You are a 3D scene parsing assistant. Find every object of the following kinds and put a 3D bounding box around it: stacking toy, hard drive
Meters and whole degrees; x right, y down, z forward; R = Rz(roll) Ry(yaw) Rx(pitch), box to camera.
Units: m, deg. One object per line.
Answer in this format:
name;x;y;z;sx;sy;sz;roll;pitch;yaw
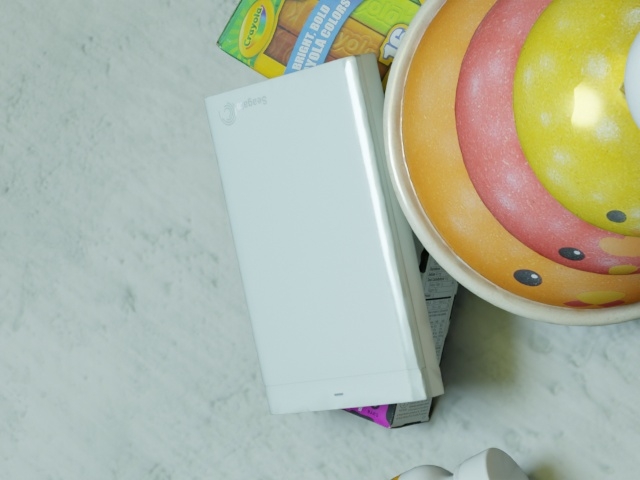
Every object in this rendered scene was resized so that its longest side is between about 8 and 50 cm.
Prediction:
stacking toy;0.239;-0.105;1.428;0.350;0.480;0.351;0;89;-3
hard drive;0.000;0.000;1.699;0.203;0.040;0.308;-11;92;45

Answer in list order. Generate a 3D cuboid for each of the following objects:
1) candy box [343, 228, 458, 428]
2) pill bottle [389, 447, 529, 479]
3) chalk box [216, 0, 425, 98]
candy box;0.046;0.043;1.765;0.159;0.071;0.233;19;102;34
pill bottle;0.077;0.286;1.673;0.245;0.136;0.136;-32;62;21
chalk box;0.039;-0.208;1.805;0.289;0.179;0.180;32;95;34
